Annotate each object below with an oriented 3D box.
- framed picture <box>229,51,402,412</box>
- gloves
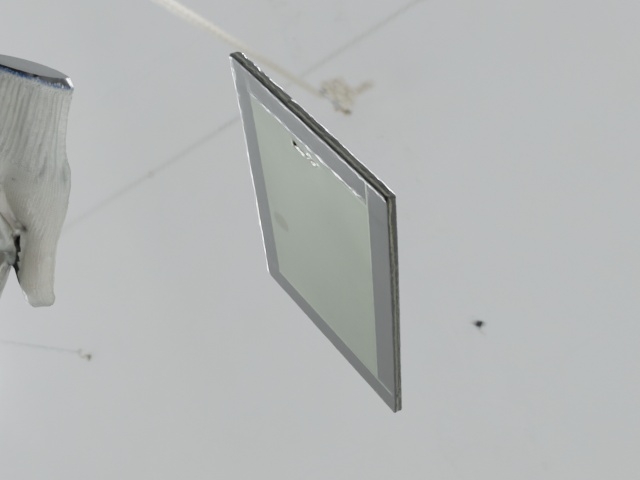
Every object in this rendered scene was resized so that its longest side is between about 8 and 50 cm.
[{"bbox_3d":[0.000,0.000,1.117,0.016,0.347,0.265,-30,-129,-19],"label":"framed picture"},{"bbox_3d":[-0.248,-0.028,0.823,0.097,0.119,0.229,180,-77,-71],"label":"gloves"}]
